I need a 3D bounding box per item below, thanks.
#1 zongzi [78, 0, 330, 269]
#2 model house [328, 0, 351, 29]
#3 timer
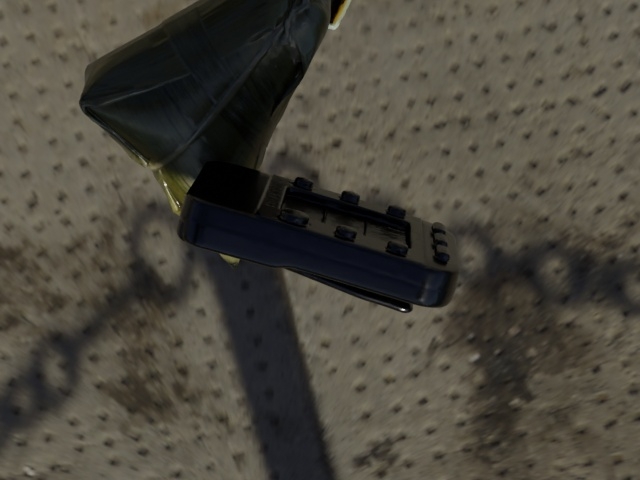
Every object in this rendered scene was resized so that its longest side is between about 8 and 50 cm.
[{"bbox_3d":[-0.041,-0.091,1.152,0.205,0.094,0.204,-29,117,14],"label":"zongzi"},{"bbox_3d":[-0.087,-0.374,1.484,0.300,0.340,0.324,17,105,39],"label":"model house"},{"bbox_3d":[0.000,0.000,1.062,0.187,0.144,0.055,16,103,-1],"label":"timer"}]
